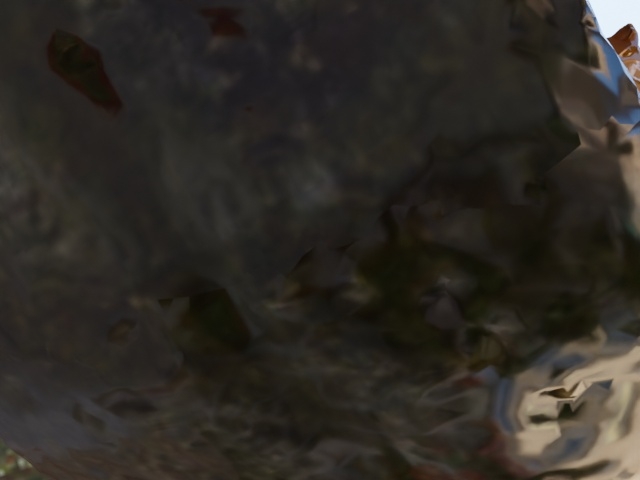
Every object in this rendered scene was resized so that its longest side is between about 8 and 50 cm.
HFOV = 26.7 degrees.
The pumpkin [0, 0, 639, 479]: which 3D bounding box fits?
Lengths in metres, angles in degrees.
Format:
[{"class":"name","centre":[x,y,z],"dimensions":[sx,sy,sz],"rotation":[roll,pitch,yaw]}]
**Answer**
[{"class":"pumpkin","centre":[0.011,-0.031,0.444],"dimensions":[0.303,0.225,0.256],"rotation":[54,23,-16]}]
